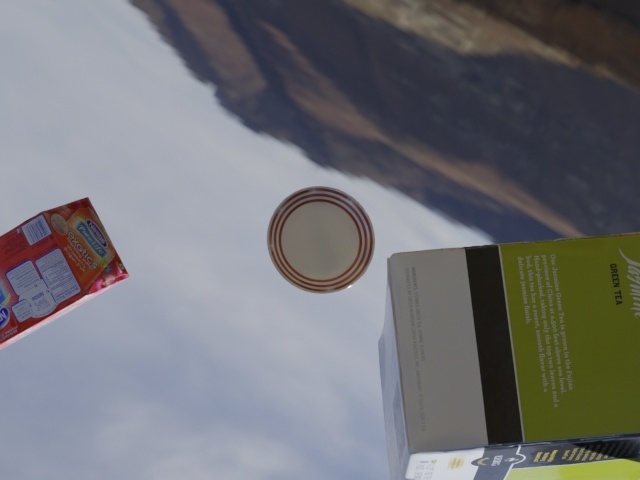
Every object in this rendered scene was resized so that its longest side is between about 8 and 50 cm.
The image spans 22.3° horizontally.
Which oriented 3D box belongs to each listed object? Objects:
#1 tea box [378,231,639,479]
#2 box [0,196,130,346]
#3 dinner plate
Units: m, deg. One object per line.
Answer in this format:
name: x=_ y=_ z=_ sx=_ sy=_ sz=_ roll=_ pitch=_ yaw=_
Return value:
tea box: x=0.235 y=0.151 z=1.776 sx=0.323 sy=0.220 sz=0.329 roll=-4 pitch=161 yaw=-2
box: x=-0.403 y=0.059 z=2.176 sx=0.128 sy=0.257 sz=0.122 roll=62 pitch=-155 yaw=1
dinner plate: x=0.000 y=0.000 z=2.087 sx=0.141 sy=0.141 sz=0.017 roll=31 pitch=168 yaw=-4
